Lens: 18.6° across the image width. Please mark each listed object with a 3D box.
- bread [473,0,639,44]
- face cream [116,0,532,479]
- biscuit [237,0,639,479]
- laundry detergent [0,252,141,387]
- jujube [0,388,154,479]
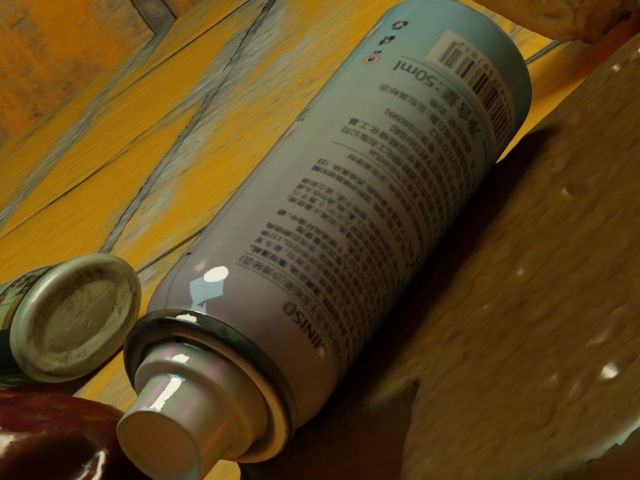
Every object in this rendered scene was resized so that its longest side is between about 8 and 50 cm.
[{"bbox_3d":[0.134,-0.238,1.080,0.224,0.211,0.183,-67,-1,-51],"label":"bread"},{"bbox_3d":[0.000,0.000,0.726,0.075,0.075,0.229,-24,21,47],"label":"face cream"},{"bbox_3d":[0.160,-0.029,0.690,0.394,0.076,0.368,-45,15,-16],"label":"biscuit"},{"bbox_3d":[-0.202,0.060,1.351,0.099,0.070,0.226,-53,17,-21],"label":"laundry detergent"},{"bbox_3d":[-0.183,0.136,0.775,0.342,0.216,0.216,-4,34,48],"label":"jujube"}]
